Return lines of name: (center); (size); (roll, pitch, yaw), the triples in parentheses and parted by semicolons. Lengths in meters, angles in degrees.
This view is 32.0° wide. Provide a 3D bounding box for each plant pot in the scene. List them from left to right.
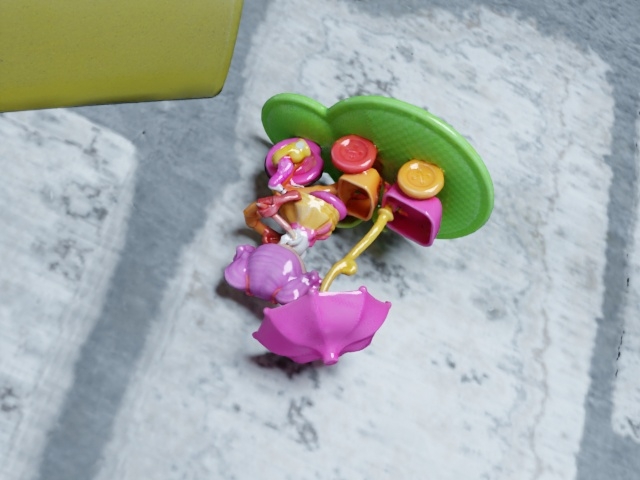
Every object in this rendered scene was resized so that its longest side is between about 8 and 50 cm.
plant pot: (-0.157, -0.226, 0.712); (0.212, 0.187, 0.212); (-9, 64, -31)

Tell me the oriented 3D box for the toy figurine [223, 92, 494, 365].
toy figurine: (0.000, 0.000, 0.709); (0.173, 0.130, 0.159); (24, 59, 16)
